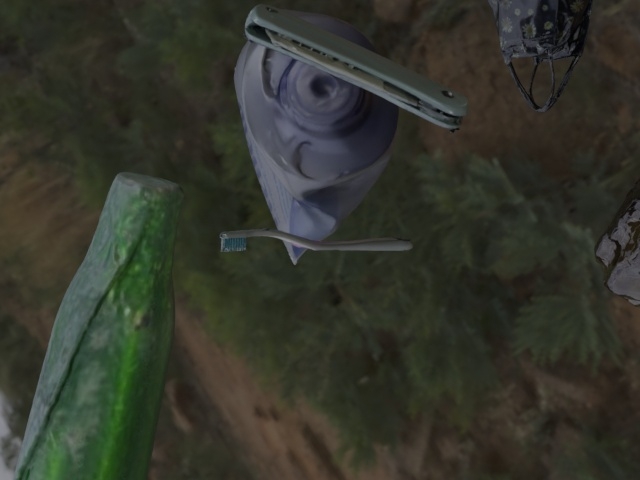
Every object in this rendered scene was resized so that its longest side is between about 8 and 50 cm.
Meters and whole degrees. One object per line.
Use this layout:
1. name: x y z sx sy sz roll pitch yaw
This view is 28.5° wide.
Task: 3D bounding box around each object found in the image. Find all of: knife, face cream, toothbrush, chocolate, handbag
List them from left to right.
1. chocolate: -0.161 0.094 0.949 0.110 0.110 0.291 27 105 65
2. face cream: -0.025 -0.107 1.249 0.420 0.137 0.234 146 105 -79
3. toothbrush: 0.000 0.000 1.149 0.017 0.204 0.022 23 110 56
4. knife: 0.024 -0.115 0.847 0.162 0.023 0.044 25 -155 -1
5. handbag: 0.239 -0.209 1.368 0.115 0.072 0.139 -2 87 59

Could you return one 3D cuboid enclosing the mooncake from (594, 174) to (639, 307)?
1. mooncake: 0.376 -0.060 1.045 0.187 0.324 0.324 34 159 11
